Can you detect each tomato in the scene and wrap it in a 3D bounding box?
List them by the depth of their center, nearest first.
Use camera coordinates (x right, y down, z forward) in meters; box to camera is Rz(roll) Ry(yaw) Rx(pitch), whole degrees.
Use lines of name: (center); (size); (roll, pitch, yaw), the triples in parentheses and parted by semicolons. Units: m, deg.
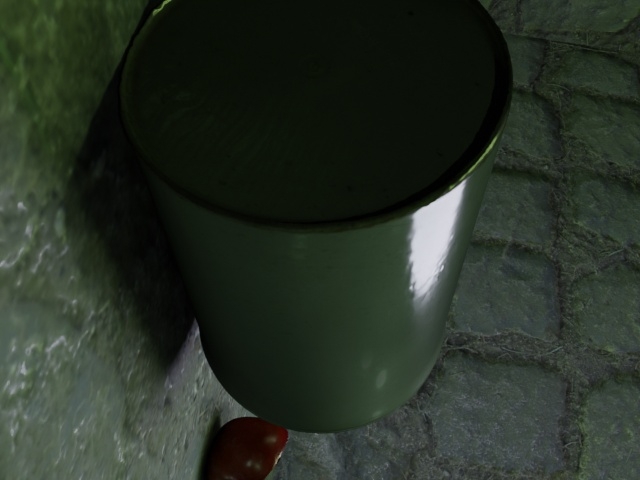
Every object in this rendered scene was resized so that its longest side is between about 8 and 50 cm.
tomato: (-0.129, 0.334, 0.908); (0.159, 0.091, 0.139); (-51, -177, 30)

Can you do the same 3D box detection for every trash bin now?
trash bin: (0.000, 0.000, 0.538); (0.432, 0.280, 0.281); (89, 11, -59)
